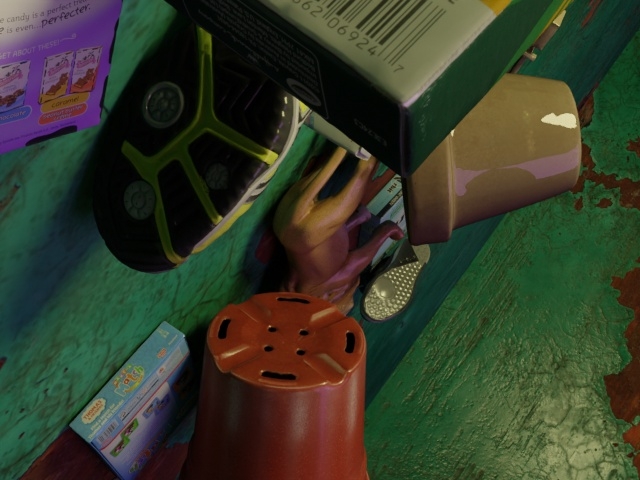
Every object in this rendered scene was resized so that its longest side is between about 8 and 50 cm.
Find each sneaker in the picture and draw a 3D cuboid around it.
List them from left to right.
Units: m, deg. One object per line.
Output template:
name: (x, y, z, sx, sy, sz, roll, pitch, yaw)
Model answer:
sneaker: (-0.047, -0.133, 0.663, 0.384, 0.145, 0.147, -56, 162, 3)
sneaker: (0.115, 0.103, 1.520, 0.226, 0.086, 0.163, -48, -177, -41)

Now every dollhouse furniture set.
dollhouse furniture set: (0.322, -0.360, 1.288, 0.161, 0.101, 0.182, -61, -179, -34)

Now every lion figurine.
lion figurine: (0.000, 0.000, 1.090, 0.240, 0.142, 0.392, -42, 145, -17)

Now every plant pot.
plant pot: (-0.052, 0.229, 1.031, 0.272, 0.272, 0.265, -35, 139, -49)
plant pot: (0.220, -0.133, 1.058, 0.263, 0.229, 0.263, -6, 90, -85)

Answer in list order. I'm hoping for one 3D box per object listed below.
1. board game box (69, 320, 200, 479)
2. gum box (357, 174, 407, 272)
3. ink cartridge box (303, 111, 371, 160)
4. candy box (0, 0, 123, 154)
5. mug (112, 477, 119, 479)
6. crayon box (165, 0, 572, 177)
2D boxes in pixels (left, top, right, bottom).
board game box: (-0.220, 0.210, 0.979, 0.160, 0.039, 0.211, -50, 161, -25)
gum box: (0.133, -0.046, 1.464, 0.157, 0.041, 0.184, -46, 159, -27)
ink cartridge box: (0.019, -0.154, 0.832, 0.088, 0.122, 0.052, -59, 162, 8)
candy box: (-0.182, -0.141, 0.407, 0.165, 0.070, 0.196, -32, 151, -52)
mug: (-0.272, 0.375, 1.091, 0.062, 0.064, 0.078, -51, 162, -18)
crayon box: (0.075, -0.218, 0.448, 0.323, 0.203, 0.083, -47, 161, -12)
